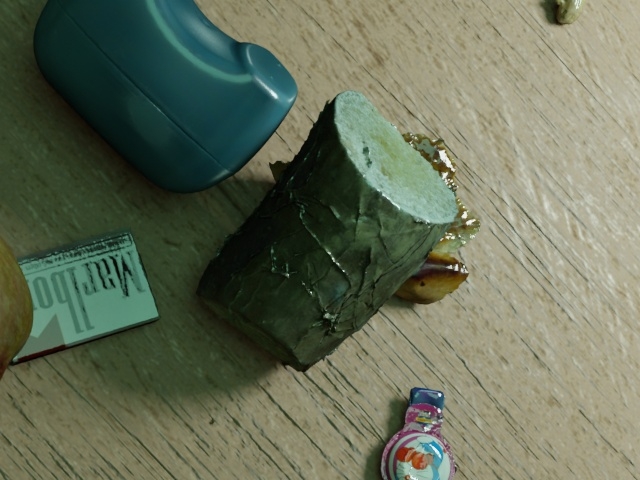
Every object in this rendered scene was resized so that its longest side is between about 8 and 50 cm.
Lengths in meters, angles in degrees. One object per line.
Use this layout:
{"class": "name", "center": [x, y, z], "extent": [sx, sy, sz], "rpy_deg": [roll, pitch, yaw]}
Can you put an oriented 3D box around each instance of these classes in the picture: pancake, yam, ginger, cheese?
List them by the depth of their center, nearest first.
{"class": "yam", "center": [0.001, 0.003, 1.748], "extent": [0.202, 0.201, 0.271], "rpy_deg": [41, 113, -3]}
{"class": "cheese", "center": [0.120, 0.249, 1.852], "extent": [0.095, 0.038, 0.145], "rpy_deg": [11, 78, -15]}
{"class": "pancake", "center": [0.077, -0.020, 1.879], "extent": [0.257, 0.056, 0.212], "rpy_deg": [-11, 84, -18]}
{"class": "ginger", "center": [0.303, -0.368, 2.016], "extent": [0.069, 0.051, 0.173], "rpy_deg": [-29, 87, -16]}

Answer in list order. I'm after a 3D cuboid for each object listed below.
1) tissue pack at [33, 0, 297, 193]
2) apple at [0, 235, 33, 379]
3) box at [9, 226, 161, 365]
{"class": "tissue pack", "center": [-0.185, -0.187, 1.749], "extent": [0.287, 0.198, 0.206], "rpy_deg": [43, 103, -9]}
{"class": "apple", "center": [-0.423, 0.076, 1.606], "extent": [0.234, 0.257, 0.257], "rpy_deg": [35, 72, -7]}
{"class": "box", "center": [-0.283, 0.063, 1.765], "extent": [0.177, 0.036, 0.115], "rpy_deg": [-16, 85, -19]}
